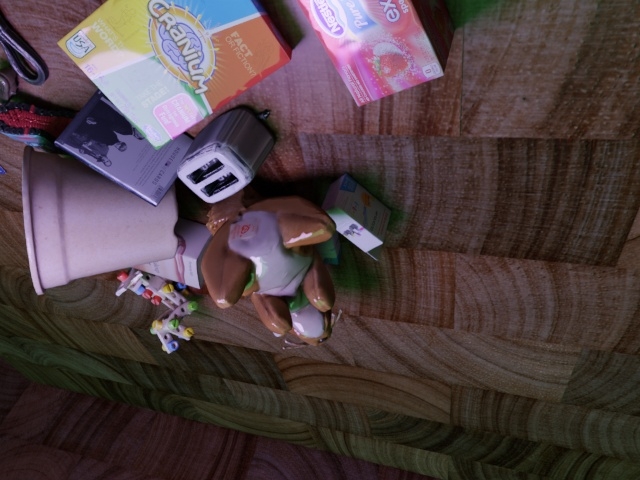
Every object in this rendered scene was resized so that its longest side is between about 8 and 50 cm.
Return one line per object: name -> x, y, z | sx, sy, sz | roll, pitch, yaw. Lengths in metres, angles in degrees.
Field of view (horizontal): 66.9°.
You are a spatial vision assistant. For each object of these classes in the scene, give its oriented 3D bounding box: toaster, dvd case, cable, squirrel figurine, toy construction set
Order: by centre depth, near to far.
cable -> -0.679, -0.463, 1.007 | 0.139, 0.072, 0.287 | -27, 136, 23
toaster -> -0.198, -0.178, 1.029 | 0.227, 0.146, 0.129 | -19, 128, 38
dvd case -> -0.416, -0.211, 1.064 | 0.238, 0.179, 0.029 | 34, 159, -16
squirrel figurine -> -0.105, 0.070, 1.163 | 0.397, 0.281, 0.370 | 41, 168, 43
toy construction set -> -0.522, 0.184, 1.539 | 0.151, 0.215, 0.328 | -5, 134, 28

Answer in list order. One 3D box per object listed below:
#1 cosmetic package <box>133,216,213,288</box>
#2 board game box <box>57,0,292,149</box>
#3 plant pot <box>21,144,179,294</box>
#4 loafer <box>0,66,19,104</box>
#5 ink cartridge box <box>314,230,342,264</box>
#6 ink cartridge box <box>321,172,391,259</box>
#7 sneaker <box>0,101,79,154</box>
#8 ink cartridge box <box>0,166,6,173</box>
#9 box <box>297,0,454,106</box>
cosmetic package -> -0.456, 0.011, 1.376 | 0.296, 0.129, 0.153 | 16, 140, 6
board game box -> -0.246, -0.338, 0.844 | 0.316, 0.064, 0.242 | -28, 124, 18
plant pot -> -0.508, -0.056, 1.150 | 0.305, 0.334, 0.334 | -5, 149, -25
loafer -> -0.738, -0.361, 1.136 | 0.148, 0.050, 0.056 | -6, 133, 51
ink cartridge box -> 0.000, 0.000, 1.223 | 0.088, 0.052, 0.122 | 5, 140, 18
ink cartridge box -> 0.093, -0.050, 1.081 | 0.181, 0.104, 0.061 | 37, 139, -20
sneaker -> -0.642, -0.263, 1.191 | 0.261, 0.104, 0.125 | 18, 170, -7
ink cartridge box -> -1.067, -0.259, 1.399 | 0.223, 0.045, 0.224 | -2, 136, 26
box -> 0.061, -0.369, 0.693 | 0.154, 0.142, 0.300 | -11, 132, 34
